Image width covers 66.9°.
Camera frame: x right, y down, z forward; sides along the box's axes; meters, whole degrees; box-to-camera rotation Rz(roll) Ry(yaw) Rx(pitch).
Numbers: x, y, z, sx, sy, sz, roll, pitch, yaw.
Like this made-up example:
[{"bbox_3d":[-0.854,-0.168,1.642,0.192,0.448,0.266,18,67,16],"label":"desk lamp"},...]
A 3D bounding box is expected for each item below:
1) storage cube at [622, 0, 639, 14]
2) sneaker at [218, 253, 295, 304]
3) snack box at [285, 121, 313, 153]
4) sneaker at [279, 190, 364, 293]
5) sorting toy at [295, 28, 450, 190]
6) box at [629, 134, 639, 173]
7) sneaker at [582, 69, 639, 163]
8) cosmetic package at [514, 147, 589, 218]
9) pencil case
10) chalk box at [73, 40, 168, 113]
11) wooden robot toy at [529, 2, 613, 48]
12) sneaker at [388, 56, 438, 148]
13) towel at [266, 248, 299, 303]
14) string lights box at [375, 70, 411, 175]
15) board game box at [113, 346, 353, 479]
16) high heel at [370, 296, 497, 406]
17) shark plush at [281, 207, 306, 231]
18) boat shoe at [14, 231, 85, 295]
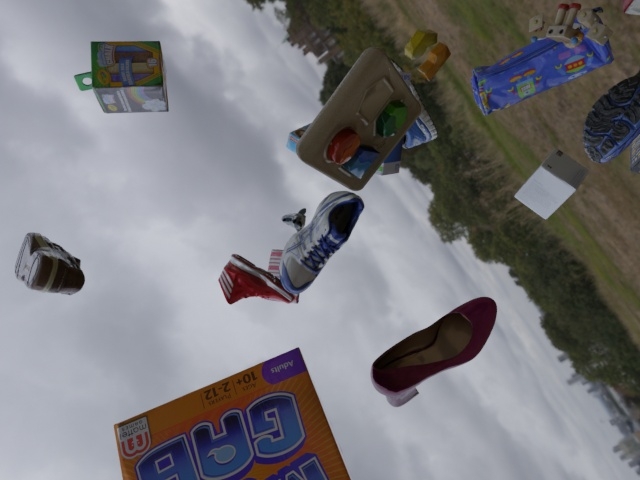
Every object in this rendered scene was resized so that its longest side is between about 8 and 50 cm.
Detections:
[{"bbox_3d":[0.738,-0.582,0.960,0.183,0.215,0.193,69,-151,-75],"label":"storage cube"},{"bbox_3d":[-0.190,0.144,1.379,0.221,0.128,0.087,35,-177,-8],"label":"sneaker"},{"bbox_3d":[0.061,-0.316,1.527,0.187,0.060,0.322,34,-138,16],"label":"snack box"},{"bbox_3d":[0.000,0.000,1.194,0.112,0.296,0.131,32,173,-19],"label":"sneaker"},{"bbox_3d":[0.109,-0.230,0.839,0.041,0.307,0.229,44,-168,28],"label":"sorting toy"},{"bbox_3d":[1.140,-0.406,1.597,0.322,0.079,0.257,88,-161,-63],"label":"box"},{"bbox_3d":[0.458,-0.196,0.663,0.087,0.221,0.083,20,-150,-24],"label":"sneaker"},{"bbox_3d":[0.870,-0.213,1.830,0.151,0.184,0.151,40,-124,12],"label":"cosmetic package"},{"bbox_3d":[0.497,-0.401,1.109,0.133,0.306,0.119,28,-131,-50],"label":"pencil case"},{"bbox_3d":[-0.505,-0.413,1.233,0.132,0.213,0.132,127,138,-71],"label":"chalk box"},{"bbox_3d":[0.493,-0.408,0.940,0.079,0.076,0.173,11,-164,-34],"label":"wooden robot toy"},{"bbox_3d":[0.232,-0.424,1.502,0.330,0.147,0.130,54,-165,-22],"label":"sneaker"},{"bbox_3d":[-0.132,0.131,1.800,0.029,0.144,0.197,35,-118,-65],"label":"towel"},{"bbox_3d":[0.152,-0.315,1.284,0.077,0.260,0.133,-15,-153,-41],"label":"string lights box"},{"bbox_3d":[-0.120,0.482,0.929,0.356,0.356,0.356,80,167,-59],"label":"board game box"},{"bbox_3d":[0.279,0.235,1.147,0.127,0.377,0.181,35,162,41],"label":"high heel"},{"bbox_3d":[-0.077,-0.047,1.356,0.067,0.073,0.161,10,-164,-6],"label":"shark plush"},{"bbox_3d":[-0.516,0.052,0.932,0.095,0.095,0.257,21,-178,-39],"label":"boat shoe"}]
